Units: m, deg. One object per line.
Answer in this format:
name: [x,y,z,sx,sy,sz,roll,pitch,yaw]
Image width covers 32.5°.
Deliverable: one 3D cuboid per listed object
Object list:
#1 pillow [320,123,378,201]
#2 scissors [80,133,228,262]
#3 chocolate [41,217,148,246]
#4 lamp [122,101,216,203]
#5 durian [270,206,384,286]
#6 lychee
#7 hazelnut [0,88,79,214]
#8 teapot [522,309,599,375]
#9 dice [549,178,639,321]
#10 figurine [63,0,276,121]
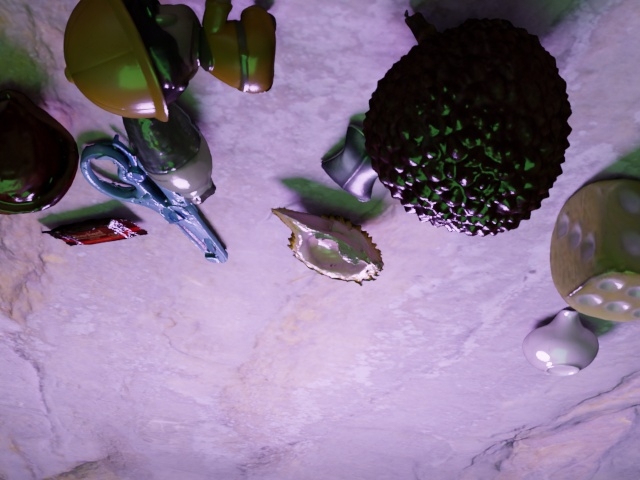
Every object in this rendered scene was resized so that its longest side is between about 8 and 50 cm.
pillow: [0.057,-0.112,1.621,0.091,0.055,0.135,17,147,-18]
scissors: [-0.244,-0.054,1.789,0.180,0.032,0.393,-6,150,18]
chocolate: [-0.386,-0.016,1.884,0.182,0.028,0.086,-11,155,28]
lamp: [-0.216,-0.137,1.567,0.101,0.101,0.250,-7,142,19]
durian: [0.008,-0.010,1.801,0.224,0.078,0.140,38,150,-31]
lychee: [0.179,-0.150,1.357,0.264,0.300,0.264,-23,-179,0]
hazelnut: [-0.453,-0.118,1.553,0.202,0.170,0.160,13,150,-36]
teapot: [0.463,0.215,2.135,0.145,0.092,0.226,7,154,-3]
dice: [0.461,0.017,1.684,0.169,0.169,0.166,12,150,-14]
figurine: [-0.180,-0.230,1.326,0.257,0.167,0.192,0,138,3]
